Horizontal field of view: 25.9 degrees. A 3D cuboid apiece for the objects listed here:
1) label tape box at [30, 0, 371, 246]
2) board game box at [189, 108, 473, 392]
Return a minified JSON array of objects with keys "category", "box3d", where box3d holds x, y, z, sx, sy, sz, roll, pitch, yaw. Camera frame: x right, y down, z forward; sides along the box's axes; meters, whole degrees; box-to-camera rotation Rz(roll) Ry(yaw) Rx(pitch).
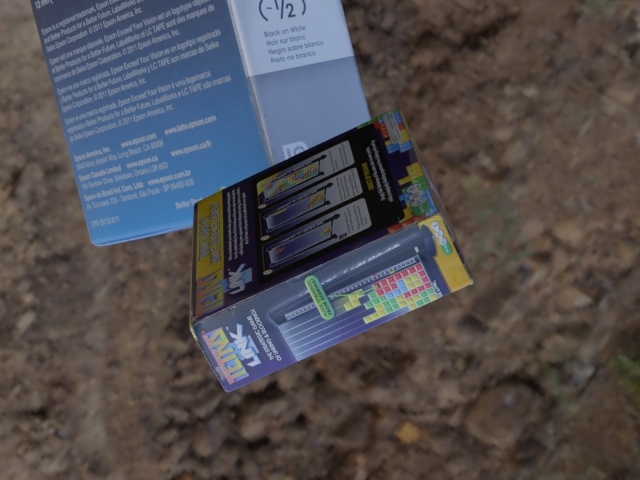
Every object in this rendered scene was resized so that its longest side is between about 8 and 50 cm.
[{"category":"label tape box","box3d":[-0.108,-0.185,1.035,0.115,0.347,0.249,-15,-177,-41]},{"category":"board game box","box3d":[0.000,0.000,0.773,0.141,0.048,0.170,-25,-157,7]}]
